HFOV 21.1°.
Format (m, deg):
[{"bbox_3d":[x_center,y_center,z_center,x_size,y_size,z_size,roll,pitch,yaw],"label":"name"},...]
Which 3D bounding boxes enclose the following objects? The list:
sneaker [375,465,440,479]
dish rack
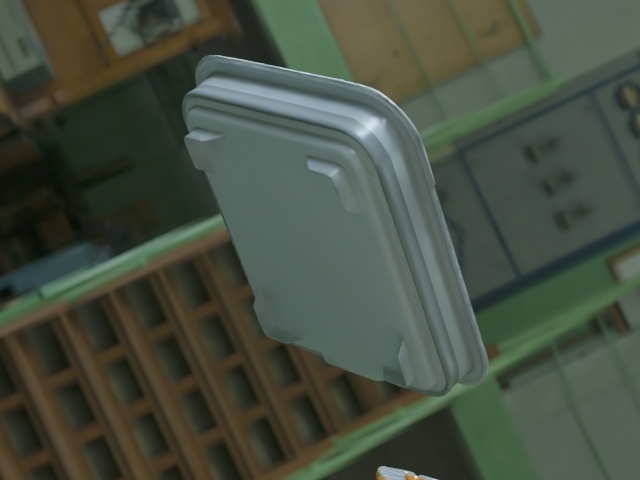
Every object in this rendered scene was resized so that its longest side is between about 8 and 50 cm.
[{"bbox_3d":[0.062,0.232,1.320,0.215,0.084,0.083,-1,107,-80],"label":"sneaker"},{"bbox_3d":[0.000,0.000,1.567,0.286,0.072,0.332,16,-42,43],"label":"dish rack"}]
